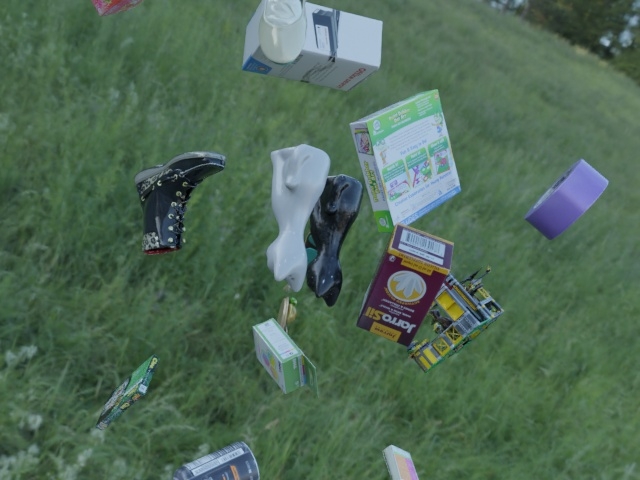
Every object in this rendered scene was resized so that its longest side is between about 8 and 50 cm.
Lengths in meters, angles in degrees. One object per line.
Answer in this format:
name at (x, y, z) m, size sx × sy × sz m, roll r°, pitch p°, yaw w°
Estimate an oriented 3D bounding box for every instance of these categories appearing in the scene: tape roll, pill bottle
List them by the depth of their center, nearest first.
tape roll at (0.574, -0.095, 1.444) m, size 0.080 × 0.189 × 0.189 m, roll 44°, pitch 15°, yaw 8°
pill bottle at (-0.294, 0.630, 1.602) m, size 0.245 × 0.131 × 0.130 m, roll -16°, pitch 33°, yaw -33°

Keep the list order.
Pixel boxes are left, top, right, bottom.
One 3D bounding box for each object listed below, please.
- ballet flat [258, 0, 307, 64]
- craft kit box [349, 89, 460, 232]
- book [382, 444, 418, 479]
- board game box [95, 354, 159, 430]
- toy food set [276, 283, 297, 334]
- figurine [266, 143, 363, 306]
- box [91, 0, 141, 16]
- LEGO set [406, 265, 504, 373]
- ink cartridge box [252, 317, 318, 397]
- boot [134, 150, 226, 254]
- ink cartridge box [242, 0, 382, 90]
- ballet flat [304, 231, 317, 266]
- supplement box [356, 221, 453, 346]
ballet flat at (-0.062, -0.409, 1.048) m, size 0.086 × 0.086 × 0.249 m, roll 18°, pitch 54°, yaw -22°
craft kit box at (0.194, -0.177, 1.351) m, size 0.249 × 0.247 × 0.060 m, roll -30°, pitch 24°, yaw -36°
book at (0.231, 0.641, 1.681) m, size 0.096 × 0.035 × 0.144 m, roll 30°, pitch 28°, yaw -34°
board game box at (-0.570, 0.450, 1.815) m, size 0.030 × 0.259 × 0.136 m, roll 39°, pitch 34°, yaw -17°
toy food set at (-0.095, 0.218, 1.713) m, size 0.038 × 0.192 × 0.132 m, roll 13°, pitch -11°, yaw -9°
figurine at (-0.013, -0.015, 0.949) m, size 0.092 × 0.210 × 0.215 m, roll 0°, pitch -14°, yaw 26°
box at (-0.427, -0.638, 1.418) m, size 0.256 × 0.128 × 0.122 m, roll -16°, pitch 19°, yaw 34°
LEGO set at (0.338, 0.196, 1.674) m, size 0.331 × 0.255 × 0.192 m, roll -15°, pitch 59°, yaw -50°
ink cartridge box at (-0.087, 0.294, 1.491) m, size 0.062 × 0.109 × 0.209 m, roll -22°, pitch 38°, yaw -25°
boot at (-0.283, -0.075, 1.258) m, size 0.236 × 0.179 × 0.085 m, roll -13°, pitch -15°, yaw 30°
ink cartridge box at (-0.031, -0.639, 2.028) m, size 0.394 × 0.166 × 0.285 m, roll 7°, pitch -5°, yaw -20°
ballet flat at (0.000, 0.000, 1.511) m, size 0.080 × 0.073 × 0.232 m, roll 35°, pitch -33°, yaw -9°
supplement box at (0.140, 0.077, 1.042) m, size 0.104 × 0.188 × 0.081 m, roll 21°, pitch 37°, yaw 3°
